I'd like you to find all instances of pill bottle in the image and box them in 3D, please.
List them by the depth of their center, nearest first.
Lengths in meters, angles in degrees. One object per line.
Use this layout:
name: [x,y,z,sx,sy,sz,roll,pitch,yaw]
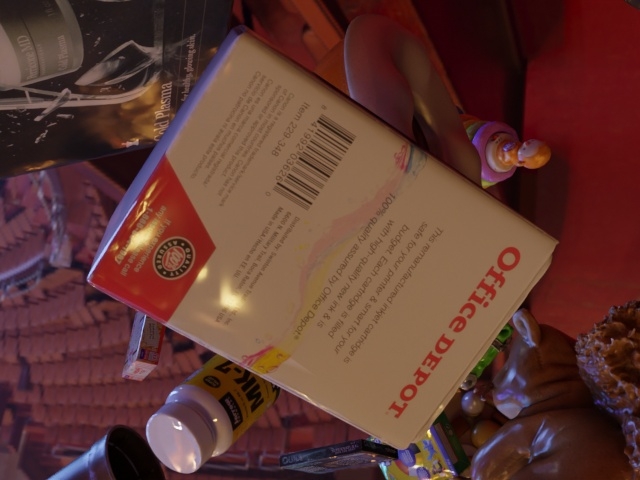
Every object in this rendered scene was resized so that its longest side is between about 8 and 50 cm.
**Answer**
pill bottle: [-0.156,0.247,1.183,0.119,0.119,0.208,-4,-160,32]

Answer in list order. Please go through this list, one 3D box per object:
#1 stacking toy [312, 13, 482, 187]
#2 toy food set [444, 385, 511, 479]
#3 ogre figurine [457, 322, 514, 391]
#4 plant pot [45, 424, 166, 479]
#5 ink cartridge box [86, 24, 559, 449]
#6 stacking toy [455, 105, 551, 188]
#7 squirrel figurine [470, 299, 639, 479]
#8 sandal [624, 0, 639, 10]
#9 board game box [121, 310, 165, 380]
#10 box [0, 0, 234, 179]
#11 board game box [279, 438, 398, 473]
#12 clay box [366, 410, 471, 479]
stacking toy: [-0.034,-0.072,1.139,0.480,0.351,0.350,-22,149,26]
toy food set: [0.360,0.432,1.648,0.306,0.220,0.092,31,156,27]
ogre figurine: [0.199,0.172,1.224,0.197,0.118,0.097,12,151,38]
plant pot: [-0.364,0.413,1.289,0.165,0.167,0.167,-30,152,8]
ink cartridge box: [0.000,0.000,0.660,0.306,0.226,0.131,32,-170,-18]
stacking toy: [0.291,-0.153,1.404,0.166,0.175,0.302,59,160,-19]
squirrel figurine: [0.398,0.255,1.142,0.281,0.370,0.397,27,129,-19]
sandal: [0.404,-0.384,1.059,0.219,0.060,0.090,49,174,33]
board game box: [-0.344,0.170,1.577,0.045,0.193,0.147,17,153,-19]
box: [-0.390,-0.335,1.085,0.471,0.297,0.480,-14,160,-18]
board game box: [0.033,0.402,1.463,0.186,0.026,0.126,-20,150,30]
clay box: [0.183,0.427,1.580,0.053,0.127,0.222,-17,166,-45]
